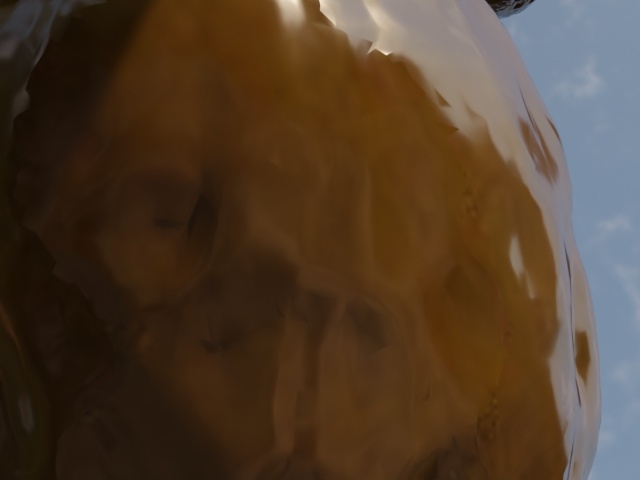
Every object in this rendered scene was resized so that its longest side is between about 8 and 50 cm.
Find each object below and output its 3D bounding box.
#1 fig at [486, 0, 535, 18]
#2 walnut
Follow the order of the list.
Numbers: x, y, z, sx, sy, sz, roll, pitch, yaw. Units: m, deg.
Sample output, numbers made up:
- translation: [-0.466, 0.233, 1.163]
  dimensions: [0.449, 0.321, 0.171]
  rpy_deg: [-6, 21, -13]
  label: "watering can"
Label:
- translation: [0.200, -0.297, 1.148]
  dimensions: [0.201, 0.134, 0.146]
  rpy_deg: [-27, -17, -5]
  label: "fig"
- translation: [-0.063, 0.042, 0.512]
  dimensions: [0.308, 0.354, 0.398]
  rpy_deg: [3, -99, -43]
  label: "walnut"
